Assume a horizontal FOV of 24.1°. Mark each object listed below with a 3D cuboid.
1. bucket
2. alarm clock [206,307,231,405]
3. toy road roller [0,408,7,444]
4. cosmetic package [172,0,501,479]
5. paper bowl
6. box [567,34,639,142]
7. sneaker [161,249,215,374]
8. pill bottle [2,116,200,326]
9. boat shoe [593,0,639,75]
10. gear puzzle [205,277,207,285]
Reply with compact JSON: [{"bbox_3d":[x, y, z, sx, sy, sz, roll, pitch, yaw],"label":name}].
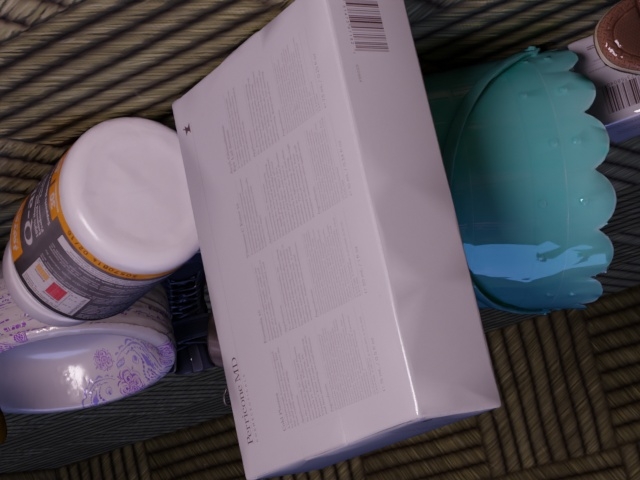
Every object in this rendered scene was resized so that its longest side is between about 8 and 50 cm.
[{"bbox_3d":[0.175,-0.055,1.547,0.183,0.281,0.281,-6,167,-8],"label":"bucket"},{"bbox_3d":[-0.106,0.137,2.083,0.064,0.192,0.129,15,-176,24],"label":"alarm clock"},{"bbox_3d":[-0.509,0.178,1.749,0.240,0.330,0.202,-20,169,-13],"label":"toy road roller"},{"bbox_3d":[0.000,0.000,1.331,0.097,0.377,0.284,-3,165,-36],"label":"cosmetic package"},{"bbox_3d":[-0.334,0.106,1.920,0.284,0.148,0.284,-11,156,-5],"label":"paper bowl"},{"bbox_3d":[0.328,-0.168,1.563,0.101,0.102,0.087,-20,164,25],"label":"box"},{"bbox_3d":[-0.181,0.095,2.065,0.086,0.164,0.226,-9,166,-10],"label":"sneaker"},{"bbox_3d":[-0.229,-0.008,1.556,0.162,0.162,0.278,-6,165,-30],"label":"pill bottle"},{"bbox_3d":[0.383,-0.207,1.479,0.257,0.095,0.095,-11,173,-10],"label":"boat shoe"},{"bbox_3d":[-0.050,0.012,2.126,0.175,0.044,0.339,-4,168,-41],"label":"gear puzzle"}]
